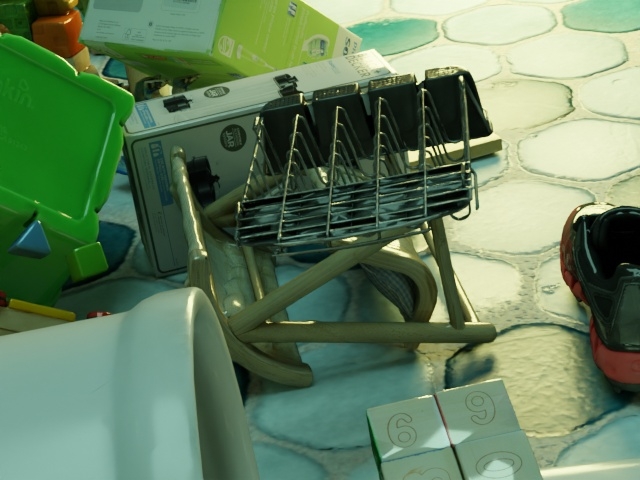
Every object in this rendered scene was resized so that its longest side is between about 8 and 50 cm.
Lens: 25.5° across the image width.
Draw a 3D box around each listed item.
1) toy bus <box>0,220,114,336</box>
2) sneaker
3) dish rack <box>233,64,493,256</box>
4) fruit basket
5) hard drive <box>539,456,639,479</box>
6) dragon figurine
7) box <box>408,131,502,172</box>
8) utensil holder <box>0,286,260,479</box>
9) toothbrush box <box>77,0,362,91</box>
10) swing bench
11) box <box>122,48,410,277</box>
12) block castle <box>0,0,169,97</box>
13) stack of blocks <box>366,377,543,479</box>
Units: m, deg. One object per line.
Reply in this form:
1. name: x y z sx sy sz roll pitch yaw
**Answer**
1. toy bus: -0.250 0.106 1.213 0.191 0.202 0.104 -35 6 -29
2. sneaker: 0.265 0.014 1.234 0.097 0.135 0.276 -9 25 4
3. dish rack: 0.036 -0.055 1.150 0.208 0.074 0.271 -11 29 10
4. fruit basket: -0.410 -0.063 1.375 0.392 0.392 0.283 2 64 20
5. hard drive: 0.163 0.232 0.930 0.353 0.047 0.233 -7 27 2
6. dragon figurine: -0.199 -0.119 1.664 0.289 0.144 0.085 4 14 43
7. box: 0.090 -0.115 1.661 0.201 0.021 0.164 -15 27 -13
8. utensil holder: -0.223 0.221 0.774 0.385 0.327 0.327 -11 27 1
9. toothbrush box: -0.115 -0.242 1.706 0.206 0.122 0.283 11 -7 34
10. swing bench: 0.000 0.000 1.315 0.255 0.165 0.253 -15 28 -2
11. box: -0.055 -0.083 1.481 0.290 0.169 0.087 -13 27 -11
12. block castle: -0.404 -0.332 2.023 0.453 0.213 0.303 -1 28 14
13. stack of blocks: 0.100 0.216 0.761 0.087 0.171 0.297 -12 42 -3
